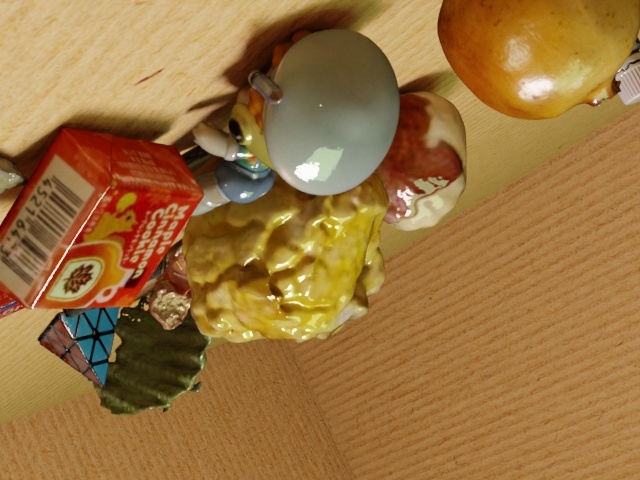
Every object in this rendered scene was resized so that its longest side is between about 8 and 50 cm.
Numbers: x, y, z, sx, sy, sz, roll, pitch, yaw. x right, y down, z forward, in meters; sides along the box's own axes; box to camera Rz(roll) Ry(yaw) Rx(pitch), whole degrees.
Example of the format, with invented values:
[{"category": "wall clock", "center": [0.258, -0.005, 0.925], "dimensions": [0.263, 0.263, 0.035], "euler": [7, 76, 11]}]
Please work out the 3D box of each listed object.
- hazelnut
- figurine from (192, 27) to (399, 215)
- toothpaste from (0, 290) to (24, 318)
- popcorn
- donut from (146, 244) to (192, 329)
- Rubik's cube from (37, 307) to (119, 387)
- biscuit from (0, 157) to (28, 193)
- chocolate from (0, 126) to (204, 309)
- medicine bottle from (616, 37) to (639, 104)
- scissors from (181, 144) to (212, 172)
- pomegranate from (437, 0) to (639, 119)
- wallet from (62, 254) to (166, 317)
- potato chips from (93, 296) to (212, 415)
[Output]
[{"category": "hazelnut", "center": [0.150, -0.157, 1.841], "dimensions": [0.241, 0.261, 0.261], "euler": [5, 174, 7]}, {"category": "figurine", "center": [-0.044, -0.134, 1.385], "dimensions": [0.224, 0.205, 0.382], "euler": [-27, 176, -35]}, {"category": "toothpaste", "center": [-0.615, 0.126, 1.676], "dimensions": [0.320, 0.066, 0.076], "euler": [-24, 171, -11]}, {"category": "popcorn", "center": [-0.068, -0.003, 1.669], "dimensions": [0.344, 0.354, 0.390], "euler": [-16, 127, -29]}, {"category": "donut", "center": [-0.267, 0.064, 2.047], "dimensions": [0.233, 0.085, 0.199], "euler": [-50, -164, 14]}, {"category": "Rubik's cube", "center": [-0.552, 0.195, 2.341], "dimensions": [0.190, 0.211, 0.178], "euler": [7, -142, 38]}, {"category": "biscuit", "center": [-0.435, -0.073, 1.119], "dimensions": [0.141, 0.038, 0.290], "euler": [-23, 175, 0]}, {"category": "chocolate", "center": [-0.291, -0.019, 1.324], "dimensions": [0.237, 0.108, 0.235], "euler": [-55, 156, 14]}, {"category": "medicine bottle", "center": [0.515, -0.338, 1.756], "dimensions": [0.083, 0.203, 0.083], "euler": [-24, 172, -4]}, {"category": "scissors", "center": [-0.276, -0.057, 1.466], "dimensions": [0.289, 0.041, 0.138], "euler": [-36, 159, -21]}, {"category": "pomegranate", "center": [0.289, -0.281, 1.289], "dimensions": [0.264, 0.264, 0.264], "euler": [-26, 171, -4]}, {"category": "wallet", "center": [-0.391, 0.051, 1.892], "dimensions": [0.221, 0.071, 0.262], "euler": [-22, 164, -19]}, {"category": "potato chips", "center": [-0.345, 0.217, 2.296], "dimensions": [0.389, 0.097, 0.373], "euler": [-19, -139, 33]}]
